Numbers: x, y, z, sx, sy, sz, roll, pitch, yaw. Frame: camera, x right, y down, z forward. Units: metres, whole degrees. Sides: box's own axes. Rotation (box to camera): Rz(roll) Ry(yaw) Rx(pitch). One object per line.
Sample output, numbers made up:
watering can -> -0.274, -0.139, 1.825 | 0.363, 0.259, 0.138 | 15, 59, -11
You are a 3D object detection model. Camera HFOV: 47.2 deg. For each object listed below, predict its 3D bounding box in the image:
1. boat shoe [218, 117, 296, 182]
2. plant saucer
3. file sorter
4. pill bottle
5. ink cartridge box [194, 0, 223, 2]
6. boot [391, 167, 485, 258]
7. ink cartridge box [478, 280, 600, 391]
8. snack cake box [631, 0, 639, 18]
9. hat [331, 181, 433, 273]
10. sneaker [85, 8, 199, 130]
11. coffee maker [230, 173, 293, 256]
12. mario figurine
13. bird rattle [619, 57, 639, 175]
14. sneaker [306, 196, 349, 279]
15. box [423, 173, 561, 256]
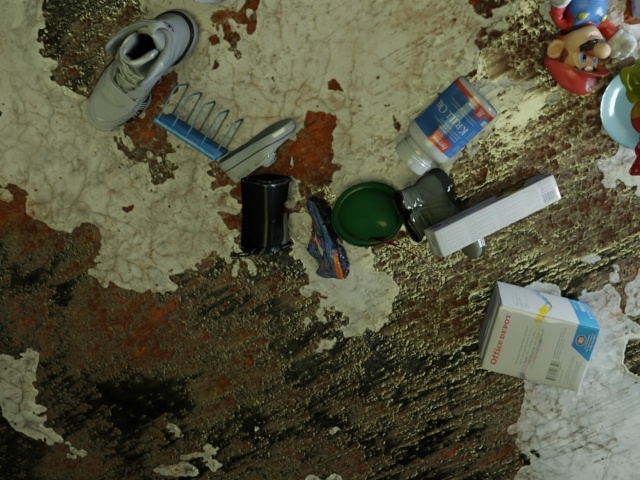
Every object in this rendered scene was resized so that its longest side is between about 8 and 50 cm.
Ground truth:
boat shoe -> -0.139, -0.215, 1.772 | 0.226, 0.083, 0.076 | -26, 114, 28
plant saucer -> 0.717, -0.298, 1.619 | 0.195, 0.037, 0.195 | 3, 109, 8
file sorter -> -0.286, -0.286, 1.746 | 0.170, 0.118, 0.104 | 32, 106, -2
pill bottle -> 0.279, -0.253, 1.659 | 0.124, 0.124, 0.221 | 44, 109, -6
ink cartridge box -> -0.344, -0.628, 1.597 | 0.278, 0.201, 0.117 | 25, 110, 1
boot -> 0.269, -0.035, 1.709 | 0.246, 0.161, 0.083 | 58, 149, -5
ink cartridge box -> 0.513, 0.224, 1.751 | 0.232, 0.168, 0.171 | 14, 109, 4
snack cake box -> 0.778, -0.559, 1.498 | 0.264, 0.089, 0.152 | -9, 108, 12
hat -> 0.140, -0.028, 1.705 | 0.208, 0.183, 0.173 | -6, 115, -4
sneaker -> -0.445, -0.385, 1.688 | 0.366, 0.210, 0.137 | -42, 97, 19
coffee maker -> -0.137, -0.063, 1.763 | 0.120, 0.171, 0.178 | 5, 108, 15
mario figurine -> 0.570, -0.464, 1.520 | 0.198, 0.170, 0.321 | 4, 106, 11
bird rattle -> 0.680, -0.251, 1.524 | 0.143, 0.207, 0.253 | 8, 100, 26
sneaker -> 0.000, 0.000, 1.812 | 0.087, 0.083, 0.221 | -12, 102, 21
box -> 0.391, -0.060, 1.663 | 0.324, 0.063, 0.067 | -26, 102, -12
